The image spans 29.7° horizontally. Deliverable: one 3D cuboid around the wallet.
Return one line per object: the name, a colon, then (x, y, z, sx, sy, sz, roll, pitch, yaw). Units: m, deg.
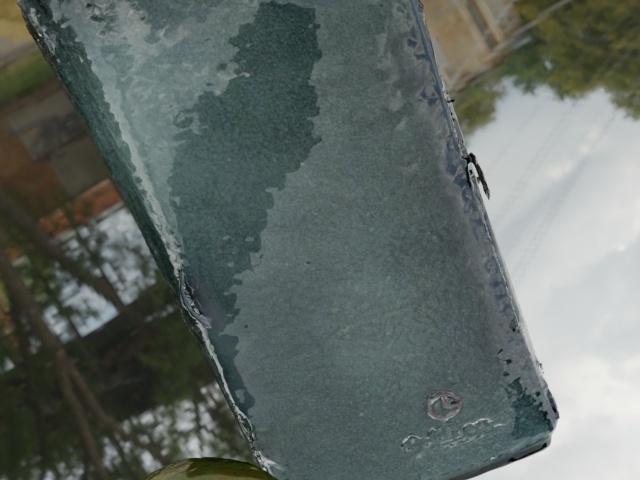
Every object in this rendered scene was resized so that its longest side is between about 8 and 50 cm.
wallet: (0.000, 0.000, 0.651, 0.191, 0.379, 0.046, -17, -148, 10)

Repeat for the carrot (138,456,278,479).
carrot: (-0.079, 0.153, 0.563, 0.074, 0.074, 0.358, -35, 176, -23)
